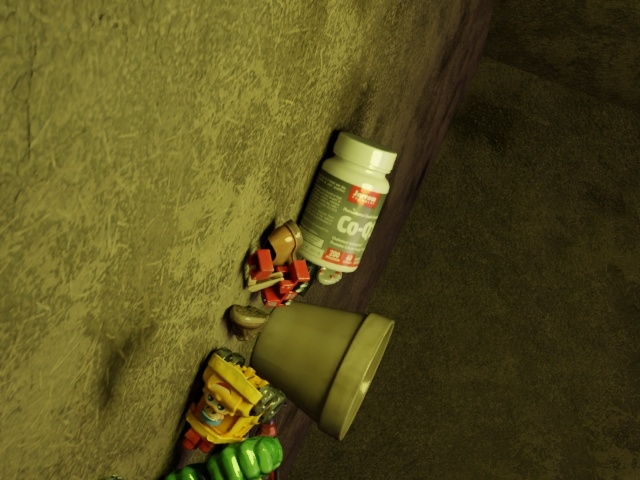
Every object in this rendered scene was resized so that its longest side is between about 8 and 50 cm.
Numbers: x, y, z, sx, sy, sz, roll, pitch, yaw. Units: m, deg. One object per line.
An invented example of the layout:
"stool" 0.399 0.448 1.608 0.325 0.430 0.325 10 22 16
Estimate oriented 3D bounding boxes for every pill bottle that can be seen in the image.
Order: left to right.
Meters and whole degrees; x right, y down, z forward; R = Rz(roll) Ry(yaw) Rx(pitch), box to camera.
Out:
"pill bottle" 0.056 -0.087 1.615 0.283 0.161 0.161 -69 168 14

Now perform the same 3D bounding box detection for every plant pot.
"plant pot" -0.005 0.287 1.797 0.323 0.280 0.323 -60 167 -24

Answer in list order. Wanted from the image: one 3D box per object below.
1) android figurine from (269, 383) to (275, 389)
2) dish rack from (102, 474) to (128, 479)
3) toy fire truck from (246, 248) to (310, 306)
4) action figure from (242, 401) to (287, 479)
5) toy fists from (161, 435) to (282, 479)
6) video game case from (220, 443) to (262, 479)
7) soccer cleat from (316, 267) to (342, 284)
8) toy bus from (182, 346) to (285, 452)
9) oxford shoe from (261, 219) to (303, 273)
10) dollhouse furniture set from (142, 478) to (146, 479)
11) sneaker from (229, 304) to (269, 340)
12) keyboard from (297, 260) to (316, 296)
"android figurine" -0.079 0.344 2.154 0.248 0.056 0.273 -30 141 -71
"dish rack" -0.368 0.511 1.139 0.271 0.074 0.208 -61 168 -25
"toy fire truck" -0.097 0.080 1.443 0.192 0.135 0.047 -51 -132 52
"action figure" -0.192 0.579 2.017 0.341 0.179 0.330 -99 -153 -52
"toy fists" -0.209 0.475 1.449 0.279 0.096 0.142 -26 160 13
"video game case" -0.185 0.613 1.783 0.035 0.248 0.275 -17 141 -23
"soccer cleat" 0.031 0.103 2.136 0.076 0.068 0.196 -67 172 21
"toy bus" -0.197 0.340 1.449 0.211 0.149 0.220 -48 163 -8
"oxford shoe" -0.091 0.032 1.482 0.076 0.076 0.212 -27 156 -20
"dollhouse furniture set" -0.286 0.542 1.293 0.161 0.182 0.101 -60 167 -25
"sneaker" -0.148 0.175 1.467 0.071 0.066 0.188 -65 168 -1
"keyboard" 0.000 0.000 1.871 0.201 0.033 0.317 -48 159 -74
